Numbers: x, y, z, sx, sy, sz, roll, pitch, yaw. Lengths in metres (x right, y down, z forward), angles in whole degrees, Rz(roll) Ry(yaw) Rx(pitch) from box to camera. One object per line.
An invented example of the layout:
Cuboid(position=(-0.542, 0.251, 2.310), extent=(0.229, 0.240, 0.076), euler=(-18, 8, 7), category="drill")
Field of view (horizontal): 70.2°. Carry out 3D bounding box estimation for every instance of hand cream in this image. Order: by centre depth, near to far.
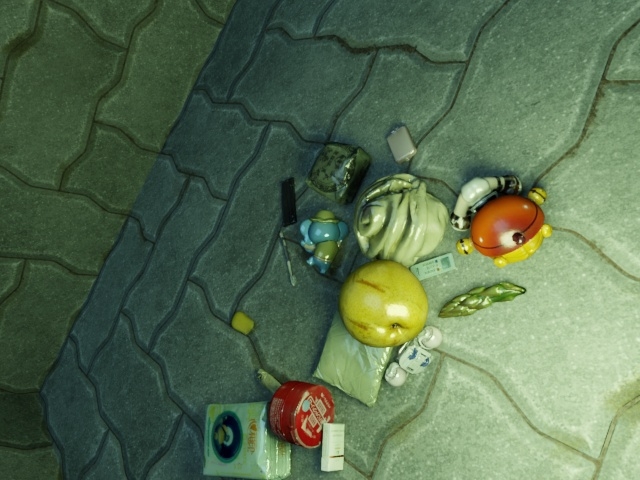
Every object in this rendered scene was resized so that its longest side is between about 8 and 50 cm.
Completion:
Cuboid(position=(-0.070, 0.634, 1.673), extent=(0.149, 0.230, 0.230), euler=(-7, 69, 39), category="hand cream")

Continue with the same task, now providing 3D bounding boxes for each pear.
Cuboid(position=(0.207, 0.214, 1.531), extent=(0.314, 0.314, 0.314), euler=(-16, 64, 36), category="pear")

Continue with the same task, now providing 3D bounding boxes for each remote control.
Cuboid(position=(0.396, 0.098, 1.606), extent=(0.162, 0.029, 0.061), euler=(-22, 63, 28), category="remote control")

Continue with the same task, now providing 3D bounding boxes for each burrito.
Cuboid(position=(-0.209, 0.609, 1.923), extent=(0.188, 0.045, 0.058), euler=(26, 99, 42), category="burrito")

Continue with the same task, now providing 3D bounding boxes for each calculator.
Cuboid(position=(0.328, -0.389, 1.846), extent=(0.100, 0.032, 0.175), euler=(-32, 56, 28), category="calculator")

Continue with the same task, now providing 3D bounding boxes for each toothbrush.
Cuboid(position=(-0.150, 0.079, 2.089), extent=(0.026, 0.024, 0.288), euler=(-35, 54, 25), category="toothbrush")

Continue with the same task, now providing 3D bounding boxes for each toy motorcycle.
Cuboid(position=(0.310, 0.384, 1.538), extent=(0.254, 0.112, 0.112), euler=(-51, 49, 13), category="toy motorcycle")

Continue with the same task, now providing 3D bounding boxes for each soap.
Cuboid(position=(-0.365, 0.394, 2.146), extent=(0.168, 0.033, 0.089), euler=(25, 93, 43), category="soap")

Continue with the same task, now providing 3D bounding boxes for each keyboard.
Cuboid(position=(-0.156, -0.186, 2.199), extent=(0.087, 0.017, 0.250), euler=(-22, 61, 32), category="keyboard")

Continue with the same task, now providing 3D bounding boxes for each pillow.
Cuboid(position=(0.125, 0.429, 1.684), extent=(0.281, 0.076, 0.274), euler=(16, 87, 37), category="pillow")

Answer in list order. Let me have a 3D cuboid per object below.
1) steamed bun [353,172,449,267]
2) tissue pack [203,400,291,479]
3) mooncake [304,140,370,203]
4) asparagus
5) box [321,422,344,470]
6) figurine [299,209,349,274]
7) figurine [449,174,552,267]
Cuboid(position=(0.259, -0.083, 1.645), extent=(0.339, 0.247, 0.352), euler=(-38, 48, 22), category="steamed bun")
Cuboid(position=(-0.306, 0.809, 1.853), extent=(0.388, 0.162, 0.287), euler=(-18, 66, 36), category="tissue pack")
Cuboid(position=(0.064, -0.307, 1.975), extent=(0.250, 0.136, 0.254), euler=(28, 93, 40), category="mooncake")
Cuboid(position=(0.501, 0.188, 1.451), extent=(0.287, 0.080, 0.080), euler=(-31, 56, 29), category="asparagus")
Cuboid(position=(0.046, 0.736, 1.627), extent=(0.040, 0.084, 0.154), euler=(-11, 67, 37), category="box")
Cuboid(position=(0.001, 0.000, 1.903), extent=(0.180, 0.154, 0.262), euler=(13, 79, 32), category="figurine")
Cuboid(position=(0.558, -0.060, 1.411), extent=(0.320, 0.196, 0.323), euler=(-40, 42, 15), category="figurine")
